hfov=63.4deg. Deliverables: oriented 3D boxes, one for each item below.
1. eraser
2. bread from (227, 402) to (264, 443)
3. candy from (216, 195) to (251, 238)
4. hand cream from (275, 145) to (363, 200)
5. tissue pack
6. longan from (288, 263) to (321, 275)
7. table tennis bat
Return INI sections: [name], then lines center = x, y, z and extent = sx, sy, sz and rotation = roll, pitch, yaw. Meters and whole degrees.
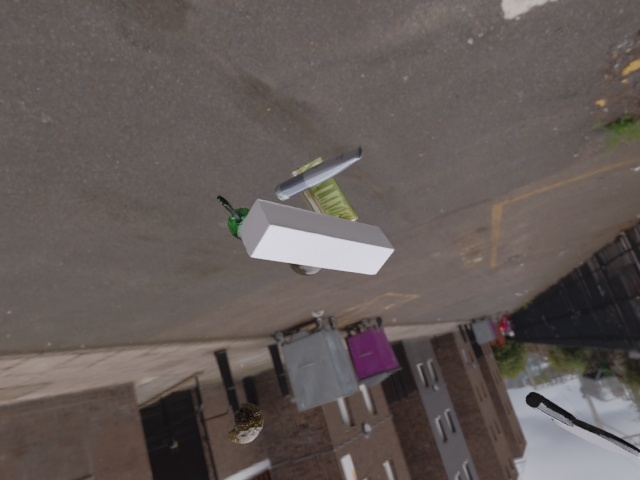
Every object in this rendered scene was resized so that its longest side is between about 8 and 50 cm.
[eraser]
center = 0.000, -0.001, 0.990
extent = 0.298, 0.076, 0.078
rotation = 10, 126, -37
[bread]
center = -0.197, 0.492, 1.402
extent = 0.082, 0.113, 0.060
rotation = 6, 131, 13
[candy]
center = -0.223, -0.069, 1.359
extent = 0.097, 0.096, 0.323
rotation = -17, 168, 0
[hand cream]
center = -0.003, -0.175, 1.353
extent = 0.255, 0.079, 0.048
rotation = -26, 118, 21
[tissue pack]
center = 0.014, -0.138, 1.672
extent = 0.125, 0.234, 0.159
rotation = -31, 180, 2
[longan]
center = -0.053, 0.043, 1.914
extent = 0.168, 0.167, 0.187
rotation = -21, 142, 13
[table tennis bat]
center = 0.459, 0.330, 0.917
extent = 0.236, 0.027, 0.150
rotation = 32, 167, -15
